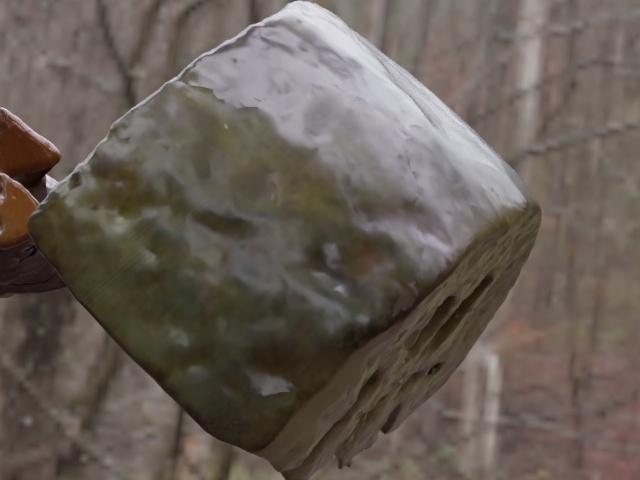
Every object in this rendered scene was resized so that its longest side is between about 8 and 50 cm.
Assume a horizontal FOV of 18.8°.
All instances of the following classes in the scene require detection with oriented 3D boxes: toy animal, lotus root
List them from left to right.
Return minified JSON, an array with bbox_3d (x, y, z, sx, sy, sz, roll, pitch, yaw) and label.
[{"bbox_3d":[-0.255,-0.022,1.452,0.298,0.122,0.185,14,-25,-40],"label":"toy animal"},{"bbox_3d":[0.000,0.000,0.715,0.119,0.138,0.235,40,12,14],"label":"lotus root"}]
